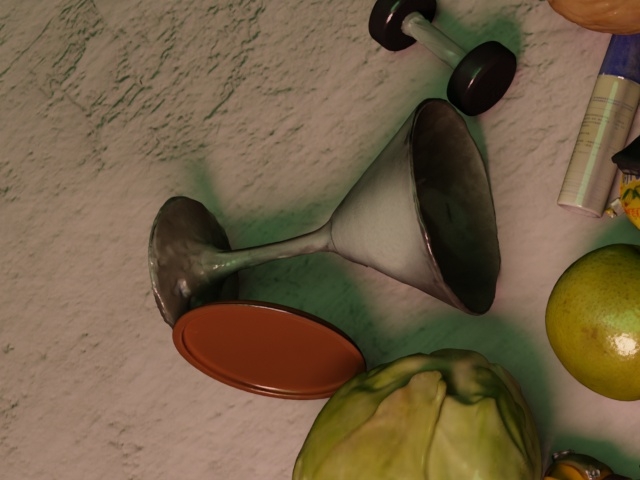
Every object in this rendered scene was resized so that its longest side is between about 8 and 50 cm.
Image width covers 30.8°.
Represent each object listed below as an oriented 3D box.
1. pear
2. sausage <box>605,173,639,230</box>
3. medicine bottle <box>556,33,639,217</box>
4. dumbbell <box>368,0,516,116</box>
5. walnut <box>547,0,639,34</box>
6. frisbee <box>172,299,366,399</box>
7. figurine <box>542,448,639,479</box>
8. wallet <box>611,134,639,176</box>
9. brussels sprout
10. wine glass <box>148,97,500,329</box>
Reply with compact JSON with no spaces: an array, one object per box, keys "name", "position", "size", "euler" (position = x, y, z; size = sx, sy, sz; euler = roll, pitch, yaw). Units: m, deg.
[{"name":"pear","position":[0.353,0.071,1.310],"size":[0.180,0.166,0.216],"euler":[34,108,45]},{"name":"sausage","position":[0.488,-0.087,1.305],"size":[0.347,0.123,0.123],"euler":[-18,72,21]},{"name":"medicine bottle","position":[0.351,-0.145,1.422],"size":[0.059,0.059,0.231],"euler":[18,87,28]},{"name":"dumbbell","position":[0.158,-0.254,1.519],"size":[0.191,0.100,0.100],"euler":[44,99,26]},{"name":"walnut","position":[0.379,-0.385,1.350],"size":[0.313,0.252,0.277],"euler":[-29,68,20]},{"name":"frisbee","position":[-0.064,0.140,1.471],"size":[0.250,0.251,0.021],"euler":[-5,56,26]},{"name":"figurine","position":[0.350,0.303,1.319],"size":[0.250,0.167,0.141],"euler":[-9,33,-1]},{"name":"wallet","position":[0.457,-0.157,1.287],"size":[0.285,0.030,0.146],"euler":[-43,32,-23]},{"name":"brussels sprout","position":[0.112,0.289,1.342],"size":[0.328,0.247,0.328],"euler":[-16,54,23]},{"name":"wine glass","position":[0.000,0.000,1.473],"size":[0.406,0.267,0.267],"euler":[-14,73,29]}]
